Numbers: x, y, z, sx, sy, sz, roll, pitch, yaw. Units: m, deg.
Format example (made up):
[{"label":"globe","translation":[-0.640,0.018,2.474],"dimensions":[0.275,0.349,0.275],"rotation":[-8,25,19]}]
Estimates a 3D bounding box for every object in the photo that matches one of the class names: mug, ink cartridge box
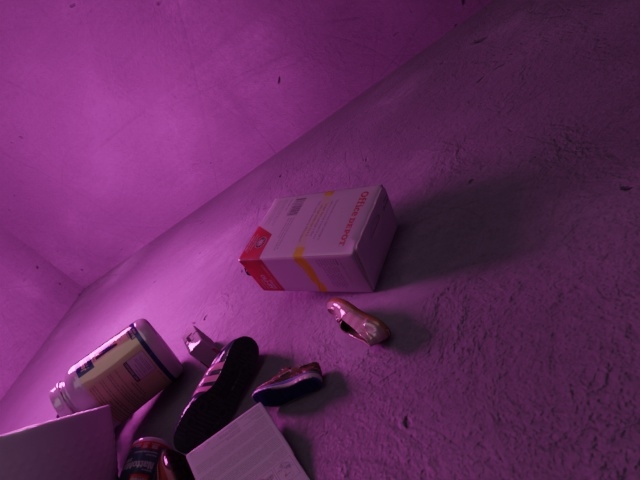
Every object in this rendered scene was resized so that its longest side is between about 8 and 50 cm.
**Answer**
[{"label":"mug","translation":[-0.629,0.608,1.014],"dimensions":[0.277,0.327,0.374],"rotation":[-13,-13,-10]},{"label":"ink cartridge box","translation":[-0.377,0.340,1.314],"dimensions":[0.056,0.099,0.135],"rotation":[-48,26,-12]},{"label":"ink cartridge box","translation":[-0.143,0.471,0.829],"dimensions":[0.189,0.066,0.232],"rotation":[-31,43,-20]},{"label":"ink cartridge box","translation":[0.000,0.000,1.205],"dimensions":[0.385,0.160,0.279],"rotation":[-4,43,33]}]

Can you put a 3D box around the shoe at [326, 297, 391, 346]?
[{"label":"shoe","translation":[0.073,0.193,0.981],"dimensions":[0.058,0.076,0.219],"rotation":[-44,28,-18]}]

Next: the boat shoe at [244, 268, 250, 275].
[{"label":"boat shoe","translation":[-0.249,0.101,1.552],"dimensions":[0.229,0.080,0.076],"rotation":[15,57,50]}]

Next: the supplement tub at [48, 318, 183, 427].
[{"label":"supplement tub","translation":[-0.631,0.430,1.298],"dimensions":[0.325,0.235,0.235],"rotation":[-38,24,-23]}]

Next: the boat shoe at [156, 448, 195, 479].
[{"label":"boat shoe","translation":[-0.292,0.559,0.847],"dimensions":[0.119,0.122,0.324],"rotation":[-53,28,-13]}]

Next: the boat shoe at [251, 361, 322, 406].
[{"label":"boat shoe","translation":[-0.076,0.339,0.975],"dimensions":[0.183,0.066,0.066],"rotation":[-21,26,15]}]

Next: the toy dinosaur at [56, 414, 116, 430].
[{"label":"toy dinosaur","translation":[-0.759,0.578,1.446],"dimensions":[0.219,0.164,0.322],"rotation":[-24,9,1]}]

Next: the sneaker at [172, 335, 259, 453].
[{"label":"sneaker","translation":[-0.280,0.409,1.105],"dimensions":[0.131,0.112,0.319],"rotation":[-32,19,55]}]

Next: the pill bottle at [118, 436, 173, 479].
[{"label":"pill bottle","translation":[-0.433,0.587,0.996],"dimensions":[0.108,0.108,0.180],"rotation":[-31,28,17]}]
